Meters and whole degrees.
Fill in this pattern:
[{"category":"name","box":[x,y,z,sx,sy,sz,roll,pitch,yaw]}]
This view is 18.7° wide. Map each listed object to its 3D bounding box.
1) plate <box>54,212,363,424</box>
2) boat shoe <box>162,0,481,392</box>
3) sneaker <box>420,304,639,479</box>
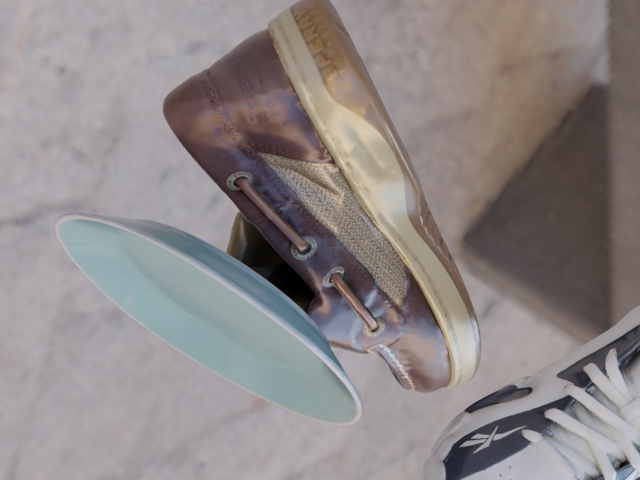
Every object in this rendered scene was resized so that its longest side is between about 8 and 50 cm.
[{"category":"plate","box":[-0.054,0.035,1.008,0.024,0.188,0.188,-57,158,-17]},{"category":"boat shoe","box":[0.000,0.000,1.087,0.123,0.123,0.342,-27,149,0]},{"category":"sneaker","box":[0.163,0.093,1.052,0.235,0.094,0.153,-22,167,-43]}]
